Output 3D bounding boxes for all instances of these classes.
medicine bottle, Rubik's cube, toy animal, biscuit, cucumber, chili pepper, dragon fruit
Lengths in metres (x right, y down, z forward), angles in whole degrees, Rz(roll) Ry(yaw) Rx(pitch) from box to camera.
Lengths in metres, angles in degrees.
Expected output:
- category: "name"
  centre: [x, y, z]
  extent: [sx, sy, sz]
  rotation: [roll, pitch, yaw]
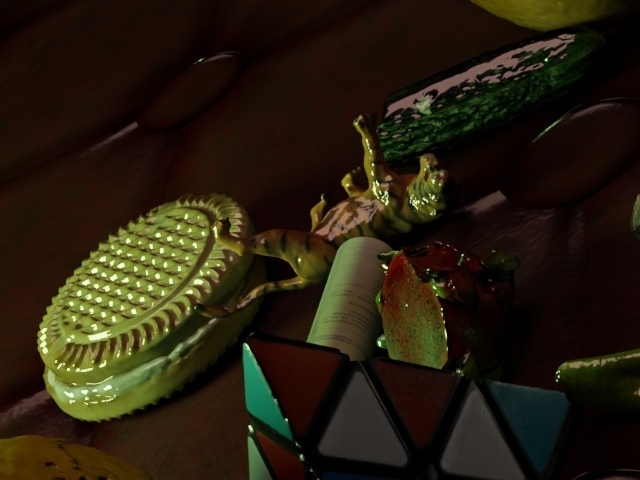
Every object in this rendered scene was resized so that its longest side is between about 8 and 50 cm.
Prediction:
- category: "medicine bottle"
  centre: [0.017, 0.089, 1.653]
  extent: [0.059, 0.059, 0.231]
  rotation: [-19, 31, 29]
- category: "Rubik's cube"
  centre: [0.034, 0.243, 1.376]
  extent: [0.250, 0.284, 0.234]
  rotation: [-49, 41, 32]
- category: "toy animal"
  centre: [0.003, 0.002, 1.784]
  extent: [0.255, 0.114, 0.116]
  rotation: [-37, 66, -1]
- category: "biscuit"
  centre: [-0.161, 0.060, 1.882]
  extent: [0.259, 0.079, 0.259]
  rotation: [-28, 28, 16]
- category: "cucumber"
  centre: [0.155, -0.137, 1.850]
  extent: [0.241, 0.074, 0.074]
  rotation: [-23, 29, 19]
- category: "chili pepper"
  centre: [0.260, 0.091, 1.380]
  extent: [0.202, 0.052, 0.050]
  rotation: [-13, 5, 39]
- category: "dragon fruit"
  centre: [0.100, 0.050, 1.557]
  extent: [0.175, 0.142, 0.138]
  rotation: [-32, -17, -40]

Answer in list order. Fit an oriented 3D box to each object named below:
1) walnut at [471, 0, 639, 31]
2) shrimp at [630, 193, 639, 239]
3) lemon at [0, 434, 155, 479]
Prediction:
- category: "walnut"
  centre: [0.215, -0.292, 1.895]
  extent: [0.203, 0.203, 0.298]
  rotation: [-44, 18, -16]
- category: "shrimp"
  centre: [0.313, -0.067, 1.562]
  extent: [0.190, 0.075, 0.073]
  rotation: [-50, -2, -13]
- category: "lemon"
  centre: [-0.196, 0.272, 1.355]
  extent: [0.297, 0.297, 0.297]
  rotation: [-27, 28, 16]
